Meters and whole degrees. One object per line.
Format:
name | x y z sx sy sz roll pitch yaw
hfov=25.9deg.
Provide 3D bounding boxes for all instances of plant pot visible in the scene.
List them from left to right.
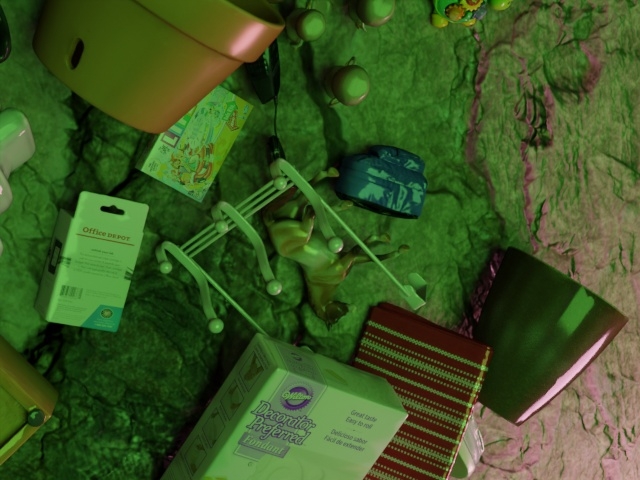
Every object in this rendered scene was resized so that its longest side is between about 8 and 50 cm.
plant pot | -0.217 -0.269 1.715 0.291 0.291 0.203 28 106 -31
plant pot | 0.322 0.162 2.147 0.215 0.215 0.230 33 88 -31

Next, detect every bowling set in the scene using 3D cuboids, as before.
bowling set | 0.007 -0.340 1.886 0.199 0.154 0.287 22 95 -13

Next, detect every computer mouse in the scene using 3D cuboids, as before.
computer mouse | -0.076 -0.184 1.934 0.041 0.071 0.242 -2 113 8

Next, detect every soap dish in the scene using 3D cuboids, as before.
soap dish | -0.505 0.234 1.777 0.291 0.118 0.229 -44 120 -10

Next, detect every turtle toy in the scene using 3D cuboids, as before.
turtle toy | 0.220 -0.358 2.032 0.130 0.066 0.095 -8 107 -26

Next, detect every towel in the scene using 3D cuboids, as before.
towel | 0.128 0.251 2.108 0.198 0.031 0.275 21 94 12

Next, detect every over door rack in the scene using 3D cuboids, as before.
over door rack | -0.034 0.060 1.926 0.239 0.108 0.324 -34 123 25

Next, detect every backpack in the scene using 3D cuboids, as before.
backpack | 0.084 -0.089 2.020 0.120 0.098 0.101 11 89 -17

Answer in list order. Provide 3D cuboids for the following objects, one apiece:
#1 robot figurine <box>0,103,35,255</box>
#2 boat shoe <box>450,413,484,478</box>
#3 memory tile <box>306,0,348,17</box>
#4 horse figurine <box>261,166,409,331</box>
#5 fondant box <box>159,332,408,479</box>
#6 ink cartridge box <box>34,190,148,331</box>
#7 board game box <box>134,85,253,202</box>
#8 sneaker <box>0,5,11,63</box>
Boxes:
robot figurine | -0.509 -0.060 1.645 0.353 0.200 0.300 -39 78 -14
boat shoe | 0.199 0.267 2.199 0.081 0.079 0.228 -44 121 -40
memory tile | 0.005 -0.391 1.939 0.113 0.012 0.148 -34 118 -16
horse figurine | 0.000 0.000 1.989 0.174 0.066 0.263 -30 123 25
fondant box | -0.066 0.316 1.997 0.238 0.096 0.330 23 109 -31
ink cartridge box | -0.305 0.023 1.859 0.104 0.060 0.180 13 98 -30
board game box | -0.172 -0.143 1.904 0.103 0.026 0.154 28 90 -31
sneaker | -0.448 -0.328 1.645 0.109 0.130 0.286 -40 117 -11
